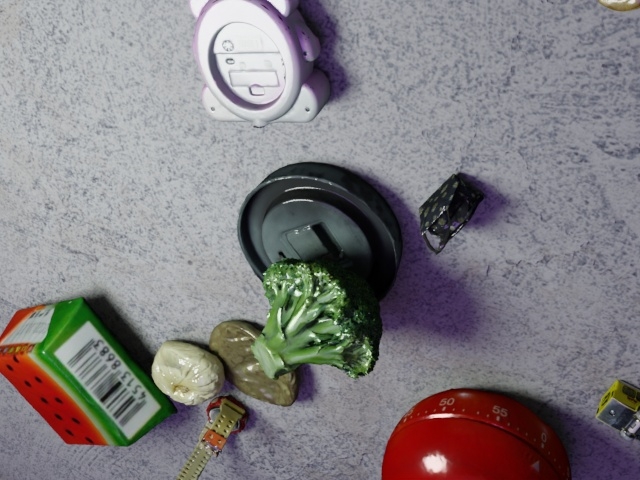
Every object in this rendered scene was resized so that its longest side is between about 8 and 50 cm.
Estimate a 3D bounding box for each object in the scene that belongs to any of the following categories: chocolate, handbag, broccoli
[{"bbox_3d":[-0.564,0.322,2.237,0.341,0.161,0.360,-12,121,47],"label":"chocolate"},{"bbox_3d":[0.217,-0.027,1.653,0.072,0.139,0.115,33,132,-13],"label":"handbag"},{"bbox_3d":[-0.009,0.152,1.759,0.269,0.241,0.261,52,156,18],"label":"broccoli"}]

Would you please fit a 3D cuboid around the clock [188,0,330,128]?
[{"bbox_3d":[-0.110,-0.316,1.612,0.227,0.090,0.248,3,125,22],"label":"clock"}]

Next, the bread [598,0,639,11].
[{"bbox_3d":[0.428,-0.378,1.335,0.082,0.056,0.115,12,117,41],"label":"bread"}]

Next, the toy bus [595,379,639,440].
[{"bbox_3d":[0.634,0.351,1.801,0.226,0.074,0.081,25,131,5],"label":"toy bus"}]

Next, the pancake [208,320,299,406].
[{"bbox_3d":[-0.145,0.272,2.118,0.241,0.050,0.242,22,134,24],"label":"pancake"}]

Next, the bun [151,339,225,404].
[{"bbox_3d":[-0.301,0.300,2.152,0.188,0.111,0.164,12,135,33],"label":"bun"}]

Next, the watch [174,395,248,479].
[{"bbox_3d":[-0.256,0.471,2.179,0.102,0.268,0.165,32,123,-1],"label":"watch"}]

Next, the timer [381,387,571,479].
[{"bbox_3d":[0.307,0.483,1.922,0.377,0.279,0.378,15,130,18],"label":"timer"}]

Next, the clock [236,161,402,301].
[{"bbox_3d":[0.000,0.000,1.822,0.325,0.067,0.325,13,130,16],"label":"clock"}]
